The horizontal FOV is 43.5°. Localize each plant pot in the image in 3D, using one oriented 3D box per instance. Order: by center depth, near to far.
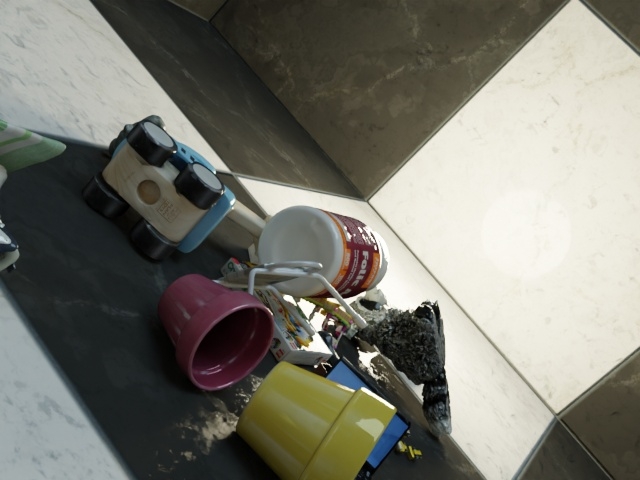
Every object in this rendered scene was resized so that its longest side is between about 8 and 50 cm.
[{"bbox_3d":[-0.019,0.359,1.521,0.239,0.254,0.254,33,14,11],"label":"plant pot"},{"bbox_3d":[-0.222,0.165,1.586,0.180,0.201,0.201,36,7,38],"label":"plant pot"}]

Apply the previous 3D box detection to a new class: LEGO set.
[{"bbox_3d":[-0.017,0.207,2.200,0.287,0.107,0.132,34,-16,-22],"label":"LEGO set"}]

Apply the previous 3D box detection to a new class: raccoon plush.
[{"bbox_3d":[0.206,0.349,2.333,0.216,0.299,0.447,47,38,-64],"label":"raccoon plush"}]

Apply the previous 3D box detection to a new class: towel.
[{"bbox_3d":[-0.629,-0.165,1.312,0.325,0.247,0.038,20,62,-56],"label":"towel"}]

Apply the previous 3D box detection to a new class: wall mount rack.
[{"bbox_3d":[-0.081,0.135,1.799,0.304,0.350,0.131,9,75,-34],"label":"wall mount rack"}]

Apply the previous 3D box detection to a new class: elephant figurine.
[{"bbox_3d":[-0.413,-0.187,2.043,0.239,0.169,0.186,57,40,-7],"label":"elephant figurine"}]

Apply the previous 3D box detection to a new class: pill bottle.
[{"bbox_3d":[0.024,0.040,2.067,0.224,0.224,0.392,51,16,20],"label":"pill bottle"}]

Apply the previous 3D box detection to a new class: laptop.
[{"bbox_3d":[0.066,0.419,1.740,0.234,0.136,0.264,44,16,-2],"label":"laptop"}]

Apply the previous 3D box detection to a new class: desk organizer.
[{"bbox_3d":[0.026,0.362,1.937,0.047,0.050,0.130,22,28,-54],"label":"desk organizer"}]

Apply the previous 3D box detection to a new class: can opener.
[{"bbox_3d":[0.027,0.312,2.088,0.186,0.073,0.059,56,-20,24],"label":"can opener"}]

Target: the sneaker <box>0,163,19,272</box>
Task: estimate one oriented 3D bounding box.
[{"bbox_3d":[-0.552,-0.021,1.327,0.153,0.094,0.235,47,25,-19],"label":"sneaker"}]

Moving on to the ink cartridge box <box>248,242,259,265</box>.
[{"bbox_3d":[-0.120,0.021,2.251,0.092,0.143,0.090,37,18,-28],"label":"ink cartridge box"}]

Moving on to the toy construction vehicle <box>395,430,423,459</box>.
[{"bbox_3d":[0.212,0.521,2.057,0.098,0.035,0.086,24,37,-46],"label":"toy construction vehicle"}]

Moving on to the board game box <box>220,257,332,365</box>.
[{"bbox_3d":[-0.112,0.182,2.033,0.305,0.053,0.193,54,18,28],"label":"board game box"}]

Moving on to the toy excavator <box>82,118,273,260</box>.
[{"bbox_3d":[-0.286,-0.097,1.953,0.433,0.222,0.445,43,16,-1],"label":"toy excavator"}]

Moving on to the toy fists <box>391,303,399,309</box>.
[{"bbox_3d":[0.260,0.305,2.602,0.279,0.096,0.142,53,7,31],"label":"toy fists"}]
